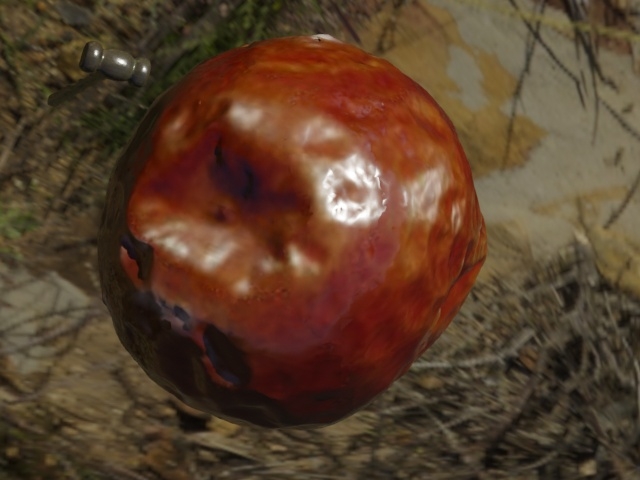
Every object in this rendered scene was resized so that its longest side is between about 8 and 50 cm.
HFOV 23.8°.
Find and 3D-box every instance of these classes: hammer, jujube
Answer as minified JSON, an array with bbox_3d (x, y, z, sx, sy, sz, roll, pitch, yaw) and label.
[{"bbox_3d":[-0.224,-0.147,1.424,0.058,0.292,0.029,19,82,-20],"label":"hammer"},{"bbox_3d":[0.000,0.000,0.758,0.190,0.255,0.190,-2,85,28],"label":"jujube"}]
